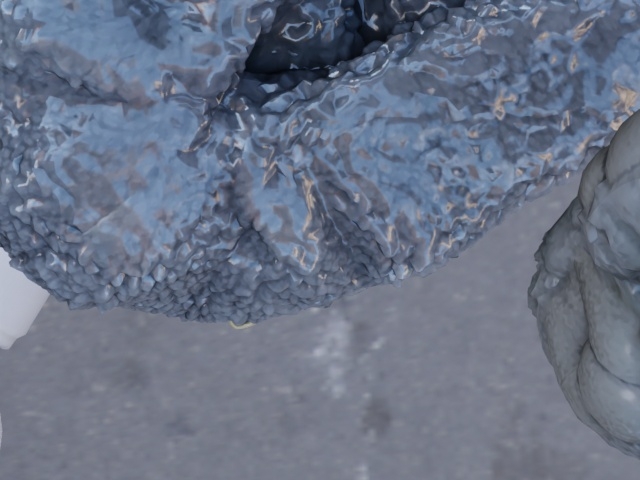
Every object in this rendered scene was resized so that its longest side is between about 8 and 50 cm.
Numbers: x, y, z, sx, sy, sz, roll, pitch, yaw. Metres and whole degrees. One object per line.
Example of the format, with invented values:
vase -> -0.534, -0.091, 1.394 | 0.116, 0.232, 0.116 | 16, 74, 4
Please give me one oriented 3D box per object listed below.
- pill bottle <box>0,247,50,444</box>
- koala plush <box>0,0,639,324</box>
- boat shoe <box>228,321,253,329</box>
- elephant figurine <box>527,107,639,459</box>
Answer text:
pill bottle -> -0.244, 0.104, 0.824 | 0.169, 0.169, 0.301 | 36, 82, -22
koala plush -> -0.030, -0.089, 0.611 | 0.203, 0.221, 0.196 | -39, 114, 4
boat shoe -> -0.002, -0.001, 1.145 | 0.056, 0.153, 0.048 | 37, 34, -33
elephant figurine -> 0.157, 0.060, 0.345 | 0.186, 0.169, 0.239 | -29, 78, -22
